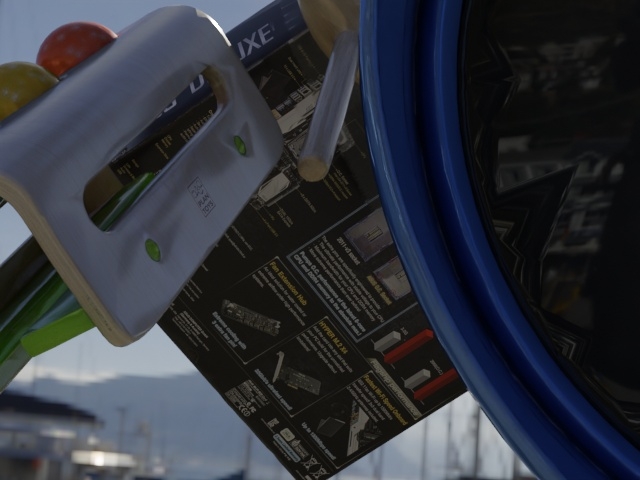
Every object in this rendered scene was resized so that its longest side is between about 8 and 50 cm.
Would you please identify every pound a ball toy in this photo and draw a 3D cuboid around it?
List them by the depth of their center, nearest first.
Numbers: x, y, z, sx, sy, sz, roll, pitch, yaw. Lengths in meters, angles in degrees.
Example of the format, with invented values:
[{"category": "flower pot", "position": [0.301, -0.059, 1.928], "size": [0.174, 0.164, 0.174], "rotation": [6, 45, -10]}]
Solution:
[{"category": "pound a ball toy", "position": [-0.095, -0.059, 0.803], "size": [0.208, 0.136, 0.319], "rotation": [-28, 14, 25]}]

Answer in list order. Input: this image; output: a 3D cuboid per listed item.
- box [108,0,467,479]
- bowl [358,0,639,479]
[{"category": "box", "position": [0.000, 0.000, 1.058], "size": [0.242, 0.076, 0.307], "rotation": [-34, -62, 10]}, {"category": "bowl", "position": [0.209, -0.058, 0.490], "size": [0.391, 0.391, 0.077], "rotation": [4, -6, 4]}]
